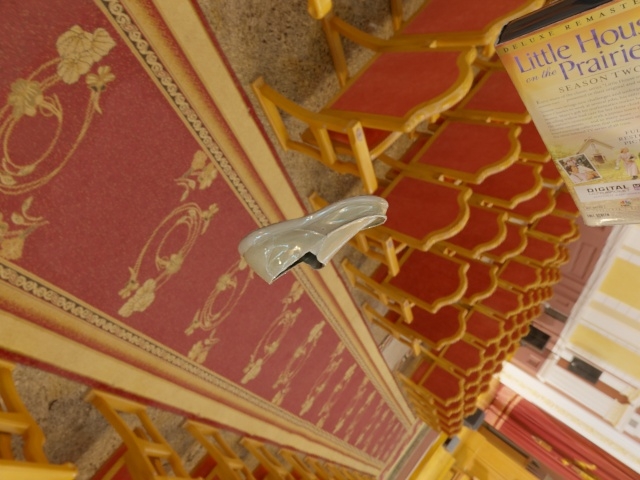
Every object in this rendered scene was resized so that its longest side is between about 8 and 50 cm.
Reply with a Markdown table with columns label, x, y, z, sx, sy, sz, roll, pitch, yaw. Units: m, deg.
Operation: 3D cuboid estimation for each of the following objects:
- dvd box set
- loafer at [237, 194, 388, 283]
| label | x | y | z | sx | sy | sz | roll | pitch | yaw |
| --- | --- | --- | --- | --- | --- | --- | --- | --- | --- |
| dvd box set | 0.480 | -0.176 | 0.608 | 0.420 | 0.308 | 0.062 | 43 | 62 | -30 |
| loafer | 0.000 | 0.000 | 0.728 | 0.269 | 0.092 | 0.102 | -20 | 170 | -14 |
